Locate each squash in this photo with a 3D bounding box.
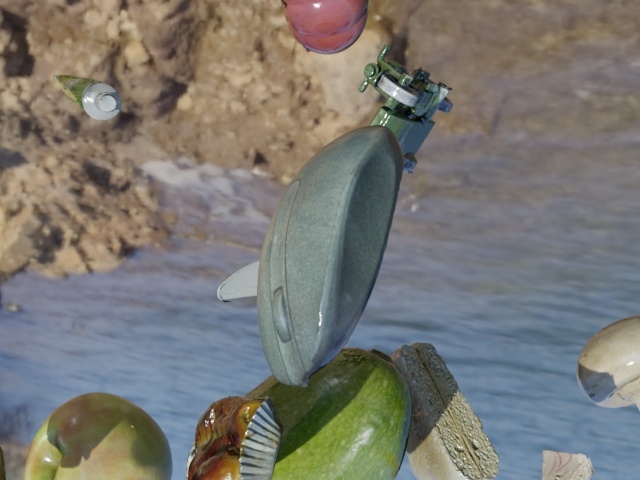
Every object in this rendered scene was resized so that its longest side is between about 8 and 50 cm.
[{"bbox_3d":[0.020,0.320,1.543,0.310,0.309,0.310,46,160,23],"label":"squash"}]

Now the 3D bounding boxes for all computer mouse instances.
[{"bbox_3d":[-0.004,-0.001,1.246,0.114,0.374,0.203,32,145,-22],"label":"computer mouse"}]

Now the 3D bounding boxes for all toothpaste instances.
[{"bbox_3d":[-0.310,-0.193,1.339,0.078,0.047,0.248,34,177,-26],"label":"toothpaste"}]

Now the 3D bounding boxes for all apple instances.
[{"bbox_3d":[-0.464,0.485,2.110,0.277,0.319,0.319,24,160,-39],"label":"apple"}]

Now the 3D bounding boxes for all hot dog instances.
[{"bbox_3d":[-0.121,0.270,1.253,0.082,0.162,0.270,23,162,-13],"label":"hot dog"}]

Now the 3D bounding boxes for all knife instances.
[{"bbox_3d":[-0.062,0.067,1.765,0.043,0.081,0.336,10,-175,34],"label":"knife"}]

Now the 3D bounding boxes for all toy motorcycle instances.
[{"bbox_3d":[0.136,-0.224,1.799,0.127,0.205,0.275,40,-161,22],"label":"toy motorcycle"}]

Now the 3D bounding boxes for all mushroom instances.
[{"bbox_3d":[0.518,0.226,1.632,0.206,0.209,0.206,11,162,4],"label":"mushroom"}]

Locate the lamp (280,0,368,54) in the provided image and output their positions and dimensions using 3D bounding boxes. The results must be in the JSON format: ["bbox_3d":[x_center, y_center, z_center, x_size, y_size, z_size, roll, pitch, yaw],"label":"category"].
[{"bbox_3d":[0.011,-0.345,1.355,0.140,0.182,0.182,-11,162,0],"label":"lamp"}]

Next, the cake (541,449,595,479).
[{"bbox_3d":[0.296,0.327,1.273,0.065,0.121,0.052,11,134,37],"label":"cake"}]

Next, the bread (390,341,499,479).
[{"bbox_3d":[0.217,0.369,1.937,0.102,0.337,0.183,-4,140,-29],"label":"bread"}]

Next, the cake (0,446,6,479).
[{"bbox_3d":[-0.626,0.441,1.684,0.185,0.178,0.208,0,157,-29],"label":"cake"}]
